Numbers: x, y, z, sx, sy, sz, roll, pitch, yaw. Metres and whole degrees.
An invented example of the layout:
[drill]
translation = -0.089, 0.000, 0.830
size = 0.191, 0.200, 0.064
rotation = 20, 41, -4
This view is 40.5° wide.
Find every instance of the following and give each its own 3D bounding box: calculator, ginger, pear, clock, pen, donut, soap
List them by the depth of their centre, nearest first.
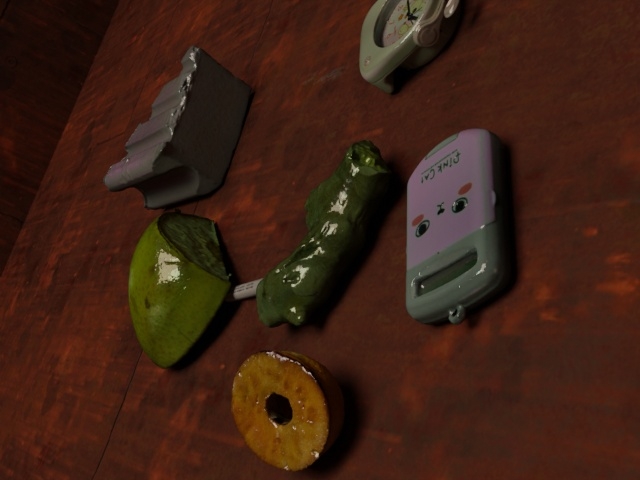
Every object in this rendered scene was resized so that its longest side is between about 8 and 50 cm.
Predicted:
[calculator]
translation = 0.152, -0.015, 0.972
size = 0.141, 0.045, 0.246
rotation = -33, 41, 43
[donut]
translation = -0.036, 0.199, 1.034
size = 0.152, 0.058, 0.152
rotation = 3, 95, 36
[ginger]
translation = 0.004, -0.003, 1.170
size = 0.137, 0.089, 0.290
rotation = 30, 97, 43
[clock]
translation = 0.135, -0.310, 1.227
size = 0.191, 0.062, 0.152
rotation = -33, 40, 42
[pen]
translation = -0.106, 0.076, 1.342
size = 0.218, 0.026, 0.026
rotation = -18, 51, 53
[pear]
translation = -0.269, 0.090, 1.487
size = 0.239, 0.139, 0.288
rotation = -66, 21, 18
[soap]
translation = -0.290, -0.214, 1.745
size = 0.302, 0.159, 0.258
rotation = -9, 62, 54

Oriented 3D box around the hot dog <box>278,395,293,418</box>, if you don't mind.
[hot dog]
translation = -0.060, 0.192, 1.133
size = 0.140, 0.060, 0.090
rotation = -5, 68, 51
